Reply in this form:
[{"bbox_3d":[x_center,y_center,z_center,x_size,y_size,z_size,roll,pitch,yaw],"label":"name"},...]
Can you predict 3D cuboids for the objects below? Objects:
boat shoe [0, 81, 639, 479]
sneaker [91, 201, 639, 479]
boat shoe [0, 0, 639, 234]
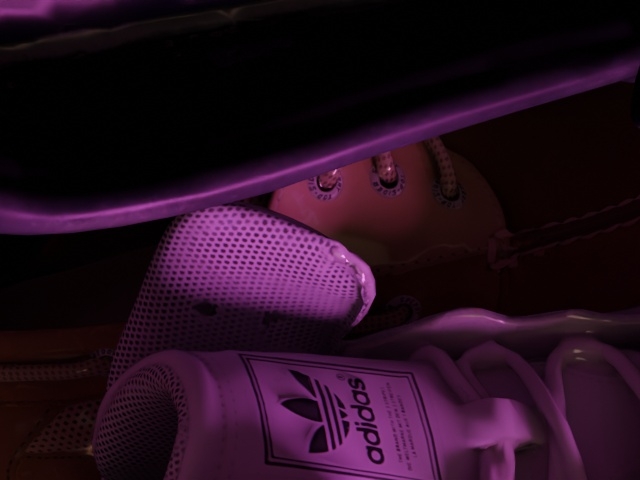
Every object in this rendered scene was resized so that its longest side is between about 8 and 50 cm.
[{"bbox_3d":[0.000,0.000,0.511,0.324,0.122,0.120,-23,135,-2],"label":"boat shoe"},{"bbox_3d":[0.079,0.058,0.416,0.366,0.137,0.210,-37,129,22],"label":"sneaker"},{"bbox_3d":[0.095,-0.114,0.412,0.500,0.156,0.186,-14,135,-12],"label":"boat shoe"}]
